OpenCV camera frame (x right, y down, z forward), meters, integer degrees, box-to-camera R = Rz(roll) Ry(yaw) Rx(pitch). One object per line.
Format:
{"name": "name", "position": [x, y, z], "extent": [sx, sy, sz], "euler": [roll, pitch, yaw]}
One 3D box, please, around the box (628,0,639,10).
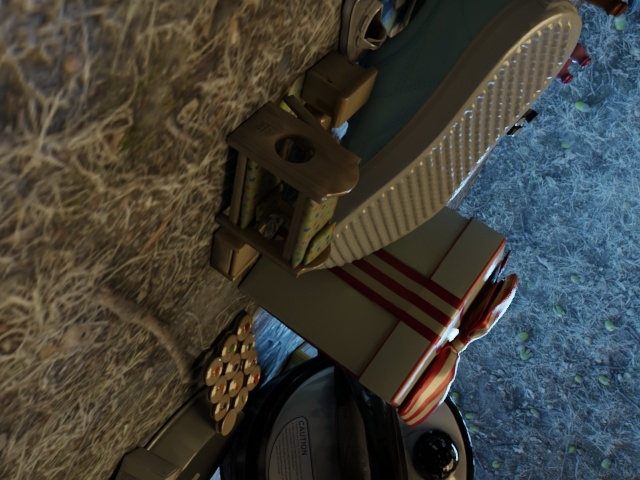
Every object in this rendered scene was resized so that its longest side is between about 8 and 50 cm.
{"name": "box", "position": [0.327, -0.372, 0.552], "extent": [0.343, 0.179, 0.312], "euler": [-29, 111, -67]}

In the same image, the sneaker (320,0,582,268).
{"name": "sneaker", "position": [0.082, -0.121, 0.713], "extent": [0.135, 0.150, 0.366], "euler": [6, 135, -48]}

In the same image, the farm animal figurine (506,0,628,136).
{"name": "farm animal figurine", "position": [0.215, -0.244, 0.896], "extent": [0.327, 0.172, 0.330], "euler": [-36, 168, -30]}

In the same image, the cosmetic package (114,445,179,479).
{"name": "cosmetic package", "position": [-0.217, 0.310, 0.839], "extent": [0.115, 0.060, 0.041], "euler": [-65, 169, 6]}

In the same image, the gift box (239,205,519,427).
{"name": "gift box", "position": [0.095, 0.061, 0.912], "extent": [0.255, 0.258, 0.276], "euler": [-55, 161, -2]}

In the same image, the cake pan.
{"name": "cake pan", "position": [-0.205, 0.331, 1.003], "extent": [0.293, 0.054, 0.293], "euler": [-52, 167, -17]}

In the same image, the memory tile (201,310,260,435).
{"name": "memory tile", "position": [-0.111, 0.173, 0.919], "extent": [0.148, 0.012, 0.113], "euler": [87, 28, -43]}

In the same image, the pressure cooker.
{"name": "pressure cooker", "position": [0.044, 0.360, 1.176], "extent": [0.375, 0.370, 0.420], "euler": [-47, 180, -20]}

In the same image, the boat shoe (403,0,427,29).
{"name": "boat shoe", "position": [0.128, -0.268, 0.731], "extent": [0.137, 0.049, 0.043], "euler": [-56, 174, 31]}

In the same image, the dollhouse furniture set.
{"name": "dollhouse furniture set", "position": [-0.005, -0.048, 0.656], "extent": [0.161, 0.101, 0.182], "euler": [-48, 166, -35]}

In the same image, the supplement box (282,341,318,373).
{"name": "supplement box", "position": [-0.001, 0.252, 1.549], "extent": [0.078, 0.080, 0.233], "euler": [-62, 165, 19]}

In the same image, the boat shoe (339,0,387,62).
{"name": "boat shoe", "position": [0.041, -0.184, 0.632], "extent": [0.035, 0.035, 0.100], "euler": [-52, 169, -15]}
